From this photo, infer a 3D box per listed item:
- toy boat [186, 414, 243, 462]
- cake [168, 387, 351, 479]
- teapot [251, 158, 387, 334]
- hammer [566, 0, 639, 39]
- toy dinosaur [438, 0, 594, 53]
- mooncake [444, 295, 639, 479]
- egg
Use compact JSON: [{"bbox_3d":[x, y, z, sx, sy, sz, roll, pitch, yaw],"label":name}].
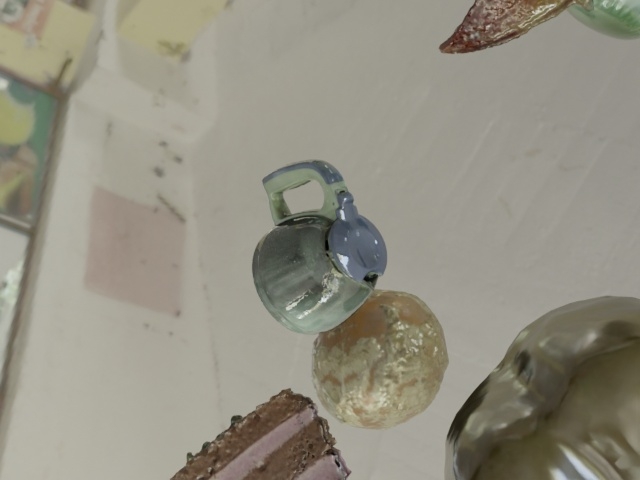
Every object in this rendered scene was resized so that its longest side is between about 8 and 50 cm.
[{"bbox_3d":[-0.148,0.319,1.510,0.185,0.075,0.077,-2,94,-77],"label":"toy boat"},{"bbox_3d":[-0.074,0.257,1.040,0.295,0.113,0.116,-43,-105,37],"label":"cake"},{"bbox_3d":[0.008,0.005,0.913,0.108,0.111,0.149,-28,-128,44],"label":"teapot"},{"bbox_3d":[0.434,-0.278,1.048,0.119,0.336,0.206,-28,142,-82],"label":"hammer"},{"bbox_3d":[0.236,-0.324,0.904,0.113,0.207,0.327,107,-8,-78],"label":"toy dinosaur"},{"bbox_3d":[0.356,0.291,1.035,0.467,0.467,0.262,-63,180,5],"label":"mooncake"},{"bbox_3d":[0.085,0.181,1.486,0.245,0.203,0.203,-54,-150,40],"label":"egg"}]
